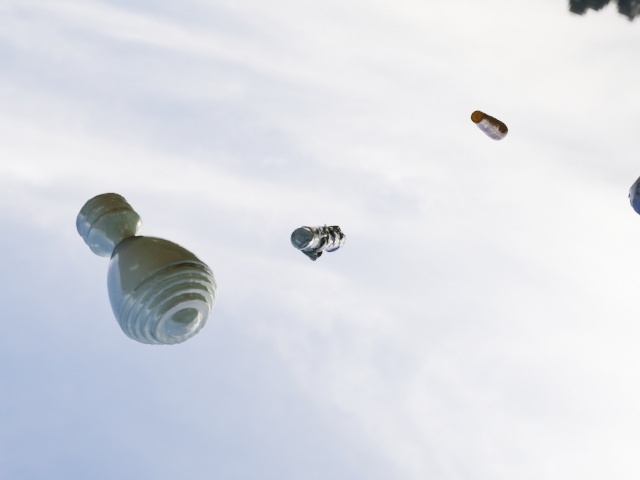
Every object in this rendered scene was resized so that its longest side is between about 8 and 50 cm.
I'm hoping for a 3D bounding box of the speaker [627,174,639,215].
[{"bbox_3d":[0.610,-0.128,1.363,0.180,0.388,0.184,27,-147,-6],"label":"speaker"}]

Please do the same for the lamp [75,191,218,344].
[{"bbox_3d":[-0.180,0.026,0.996,0.106,0.106,0.193,-9,-136,-41],"label":"lamp"}]

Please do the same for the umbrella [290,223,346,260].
[{"bbox_3d":[0.000,0.000,1.475,0.050,0.046,0.188,55,-169,9],"label":"umbrella"}]

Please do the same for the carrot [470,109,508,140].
[{"bbox_3d":[0.248,-0.170,1.461,0.032,0.032,0.093,41,-166,32],"label":"carrot"}]
